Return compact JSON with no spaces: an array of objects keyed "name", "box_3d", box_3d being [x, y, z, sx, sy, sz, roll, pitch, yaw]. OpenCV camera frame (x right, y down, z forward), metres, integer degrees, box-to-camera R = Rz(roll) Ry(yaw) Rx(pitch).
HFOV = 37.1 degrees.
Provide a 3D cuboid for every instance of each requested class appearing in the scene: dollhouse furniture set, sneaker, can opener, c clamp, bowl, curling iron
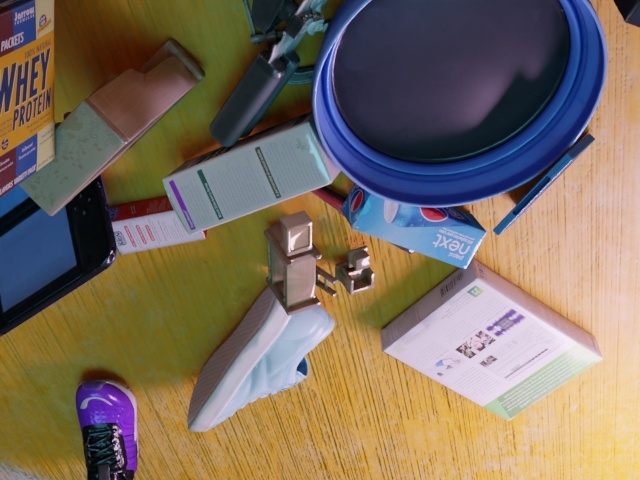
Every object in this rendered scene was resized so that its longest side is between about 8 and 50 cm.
[{"name":"dollhouse furniture set","box_3d":[-0.374,-0.267,1.192,0.362,0.256,0.394,-38,101,28]},{"name":"sneaker","box_3d":[-0.105,0.234,1.656,0.150,0.135,0.366,27,127,-17]},{"name":"sneaker","box_3d":[-0.396,0.388,1.783,0.102,0.146,0.293,-2,133,1]},{"name":"can opener","box_3d":[-0.072,-0.240,1.259,0.093,0.074,0.280,42,130,7]},{"name":"dollhouse furniture set","box_3d":[0.000,0.000,1.499,0.161,0.101,0.182,-17,134,-20]},{"name":"c clamp","box_3d":[-0.015,-0.267,1.279,0.161,0.022,0.137,-4,132,4]},{"name":"bowl","box_3d":[0.180,-0.215,1.271,0.391,0.077,0.391,-4,132,-4]},{"name":"curling iron","box_3d":[0.057,-0.053,1.465,0.068,0.035,0.274,-33,124,26]}]

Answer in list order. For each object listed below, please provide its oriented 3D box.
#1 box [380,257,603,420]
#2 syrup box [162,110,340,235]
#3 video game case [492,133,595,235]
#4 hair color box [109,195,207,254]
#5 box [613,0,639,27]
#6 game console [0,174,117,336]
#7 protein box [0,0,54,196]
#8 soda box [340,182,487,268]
[{"name":"box","box_3d":[0.299,0.183,1.670,0.322,0.058,0.232,32,124,-25]},{"name":"syrup box","box_3d":[-0.095,-0.097,1.359,0.237,0.093,0.096,-18,104,19]},{"name":"video game case","box_3d":[0.328,-0.082,1.397,0.015,0.119,0.166,45,125,8]},{"name":"hair color box","box_3d":[-0.253,-0.027,1.479,0.141,0.043,0.072,-10,131,7]},{"name":"box","box_3d":[0.418,-0.324,1.108,0.153,0.207,0.108,16,130,-14]},{"name":"game console","box_3d":[-0.475,-0.029,1.397,0.293,0.250,0.173,-31,152,24]},{"name":"protein box","box_3d":[-0.405,-0.176,1.020,0.200,0.136,0.201,14,120,9]},{"name":"soda box","box_3d":[0.142,-0.029,1.442,0.210,0.067,0.071,19,111,-25]}]
